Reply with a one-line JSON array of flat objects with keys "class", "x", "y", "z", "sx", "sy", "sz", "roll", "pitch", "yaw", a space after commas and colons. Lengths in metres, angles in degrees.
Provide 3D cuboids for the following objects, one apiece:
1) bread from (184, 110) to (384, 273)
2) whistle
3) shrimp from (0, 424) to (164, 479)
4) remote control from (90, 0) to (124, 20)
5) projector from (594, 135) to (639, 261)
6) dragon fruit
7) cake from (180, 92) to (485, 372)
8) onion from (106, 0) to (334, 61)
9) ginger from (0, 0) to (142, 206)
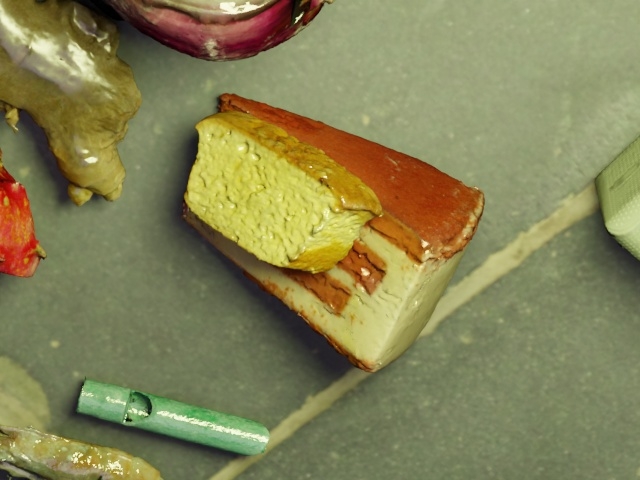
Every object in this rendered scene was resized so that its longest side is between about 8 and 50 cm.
[{"class": "bread", "x": -0.039, "y": -0.040, "z": 1.682, "sx": 0.187, "sy": 0.065, "sz": 0.103, "roll": 35, "pitch": 111, "yaw": 25}, {"class": "whistle", "x": -0.141, "y": 0.172, "z": 1.868, "sx": 0.186, "sy": 0.039, "sz": 0.039, "roll": 15, "pitch": 113, "yaw": -5}, {"class": "shrimp", "x": -0.256, "y": 0.241, "z": 1.900, "sx": 0.223, "sy": 0.047, "sz": 0.126, "roll": 19, "pitch": 122, "yaw": -8}, {"class": "remote control", "x": -0.232, "y": -0.289, "z": 1.662, "sx": 0.266, "sy": 0.066, "sz": 0.090, "roll": 42, "pitch": 63, "yaw": -11}, {"class": "projector", "x": 0.382, "y": -0.054, "z": 1.695, "sx": 0.177, "sy": 0.163, "sz": 0.242, "roll": 41, "pitch": 113, "yaw": -15}, {"class": "dragon fruit", "x": -0.308, "y": -0.038, "z": 1.739, "sx": 0.153, "sy": 0.153, "sz": 0.111, "roll": 18, "pitch": 95, "yaw": -6}, {"class": "cake", "x": 0.000, "y": 0.000, "z": 1.727, "sx": 0.262, "sy": 0.159, "sz": 0.158, "roll": 21, "pitch": 115, "yaw": -6}, {"class": "onion", "x": -0.120, "y": -0.285, "z": 1.599, "sx": 0.348, "sy": 0.267, "sz": 0.159, "roll": 33, "pitch": 153, "yaw": 11}, {"class": "ginger", "x": -0.273, "y": -0.169, "z": 1.704, "sx": 0.166, "sy": 0.080, "sz": 0.333, "roll": -43, "pitch": 109, "yaw": 5}]
